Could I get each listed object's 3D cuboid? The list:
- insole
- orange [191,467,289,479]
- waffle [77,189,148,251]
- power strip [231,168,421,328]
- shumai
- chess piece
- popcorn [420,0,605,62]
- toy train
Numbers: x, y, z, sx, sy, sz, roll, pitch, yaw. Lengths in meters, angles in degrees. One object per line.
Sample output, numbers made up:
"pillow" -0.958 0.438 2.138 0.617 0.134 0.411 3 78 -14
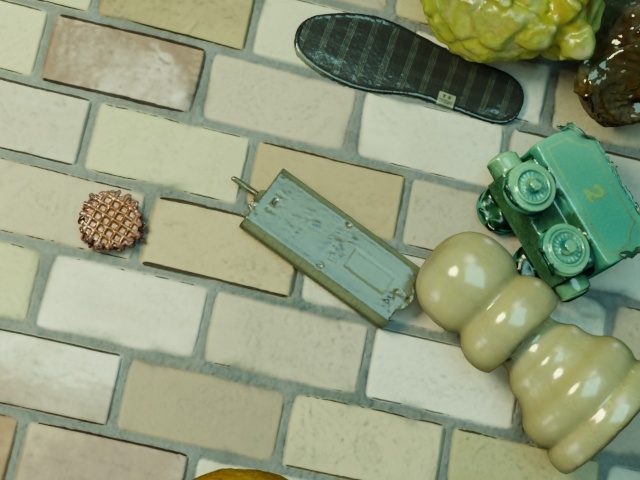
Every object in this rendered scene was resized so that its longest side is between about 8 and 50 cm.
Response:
"insole" 0.116 -0.222 1.761 0.309 0.012 0.110 20 72 -5
"orange" -0.089 0.370 1.448 0.264 0.264 0.264 3 75 -10
"waffle" -0.249 -0.023 1.632 0.083 0.029 0.075 -8 80 -16
"power strip" 0.000 0.000 1.670 0.268 0.034 0.092 36 73 0
"shumai" 0.413 -0.256 1.771 0.218 0.184 0.185 -36 41 8
"chess piece" 0.241 0.118 1.629 0.300 0.167 0.167 44 73 6
"popcorn" 0.240 -0.322 1.707 0.259 0.212 0.259 0 88 -10
"toy train" 0.300 -0.033 1.699 0.163 0.112 0.203 -26 83 -23
